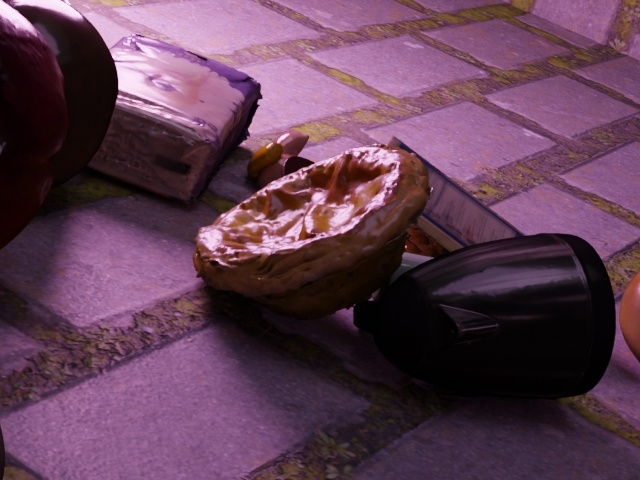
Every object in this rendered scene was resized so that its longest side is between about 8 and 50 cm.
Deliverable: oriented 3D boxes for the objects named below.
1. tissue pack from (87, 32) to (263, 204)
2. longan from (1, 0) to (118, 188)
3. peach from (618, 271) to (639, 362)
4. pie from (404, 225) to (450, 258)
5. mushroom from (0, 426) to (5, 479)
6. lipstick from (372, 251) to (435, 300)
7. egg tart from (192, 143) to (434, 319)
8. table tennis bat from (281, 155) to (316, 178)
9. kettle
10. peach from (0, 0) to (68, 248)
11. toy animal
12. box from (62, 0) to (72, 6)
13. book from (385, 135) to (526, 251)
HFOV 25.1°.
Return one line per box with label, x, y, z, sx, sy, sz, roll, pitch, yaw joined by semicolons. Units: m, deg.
tissue pack;-0.240;-0.187;2.134;0.242;0.125;0.343;21;24;2
longan;-0.386;-0.186;1.859;0.258;0.258;0.258;15;23;-7
peach;0.498;0.106;1.971;0.184;0.184;0.184;15;23;-7
pie;0.118;0.004;2.074;0.195;0.046;0.195;15;22;-6
mushroom;-0.350;0.208;1.192;0.188;0.141;0.117;-7;66;-28
lipstick;0.214;0.070;1.955;0.304;0.076;0.076;10;25;-17
egg tart;0.001;0.000;1.797;0.341;0.132;0.341;-21;21;9
table tennis bat;-0.003;-0.077;2.153;0.156;0.013;0.087;15;59;-45
kettle;0.183;0.084;1.756;0.271;0.207;0.251;-2;36;-24
peach;-0.498;-0.119;1.558;0.417;0.339;0.353;4;-10;-30
toy animal;-0.058;-0.110;2.175;0.082;0.091;0.114;49;41;1
box;-0.475;-0.288;2.138;0.193;0.167;0.294;8;25;-25
book;0.212;-0.026;2.127;0.322;0.018;0.228;37;23;-1
